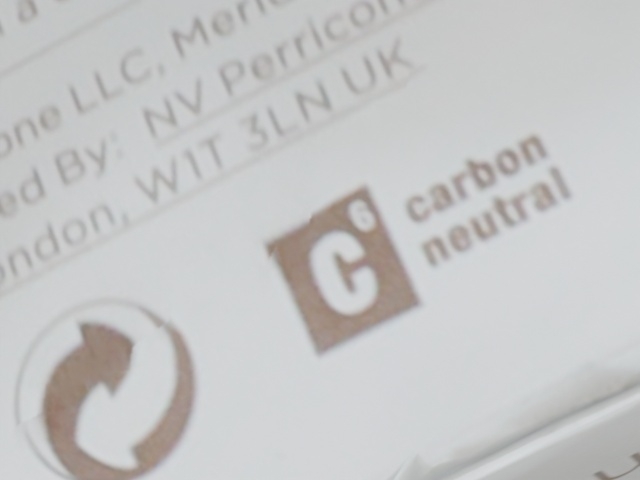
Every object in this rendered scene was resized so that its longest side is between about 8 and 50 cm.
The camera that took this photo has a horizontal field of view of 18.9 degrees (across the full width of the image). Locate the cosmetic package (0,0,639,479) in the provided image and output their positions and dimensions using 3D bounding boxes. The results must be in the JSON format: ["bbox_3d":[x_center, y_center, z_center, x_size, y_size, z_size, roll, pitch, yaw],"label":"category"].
[{"bbox_3d":[-0.005,-0.024,0.581,0.329,0.394,0.327,-29,69,12],"label":"cosmetic package"}]
